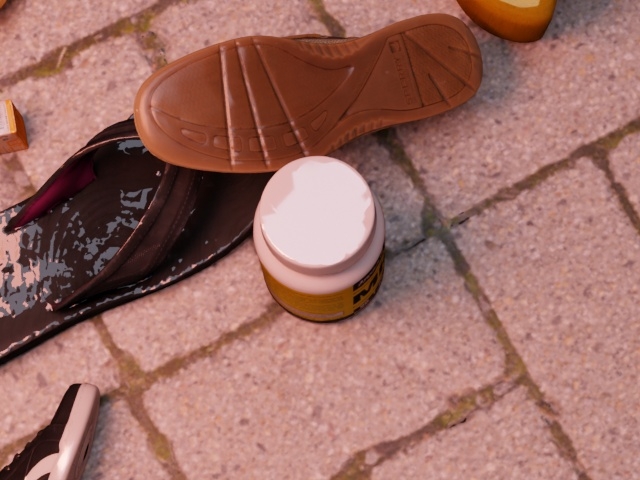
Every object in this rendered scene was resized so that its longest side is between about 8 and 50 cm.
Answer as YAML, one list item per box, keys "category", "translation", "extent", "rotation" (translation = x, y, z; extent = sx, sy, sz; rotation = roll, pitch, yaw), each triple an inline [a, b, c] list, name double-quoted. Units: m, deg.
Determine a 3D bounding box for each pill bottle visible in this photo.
- category: "pill bottle"
  translation: [0.000, 0.000, 1.544]
  extent: [0.119, 0.208, 0.119]
  rotation: [0, 77, 2]

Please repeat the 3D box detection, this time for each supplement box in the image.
- category: "supplement box"
  translation: [-0.338, -0.102, 1.655]
  extent: [0.098, 0.062, 0.036]
  rotation: [-12, 78, 0]

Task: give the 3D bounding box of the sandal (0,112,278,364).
- category: "sandal"
  translation: [-0.211, -0.011, 1.604]
  extent: [0.445, 0.107, 0.167]
  rotation: [-34, 79, -8]

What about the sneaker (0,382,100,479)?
- category: "sneaker"
  translation: [-0.288, 0.220, 1.566]
  extent: [0.121, 0.079, 0.217]
  rotation: [17, 79, 4]

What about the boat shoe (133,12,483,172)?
- category: "boat shoe"
  translation: [-0.021, -0.134, 1.586]
  extent: [0.342, 0.123, 0.123]
  rotation: [-17, 94, -24]

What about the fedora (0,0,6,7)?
- category: "fedora"
  translation: [-0.387, -0.279, 1.679]
  extent: [0.194, 0.079, 0.194]
  rotation: [3, 81, -18]

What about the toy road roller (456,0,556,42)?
- category: "toy road roller"
  translation: [0.145, -0.328, 1.631]
  extent: [0.329, 0.202, 0.241]
  rotation: [13, 88, 3]
